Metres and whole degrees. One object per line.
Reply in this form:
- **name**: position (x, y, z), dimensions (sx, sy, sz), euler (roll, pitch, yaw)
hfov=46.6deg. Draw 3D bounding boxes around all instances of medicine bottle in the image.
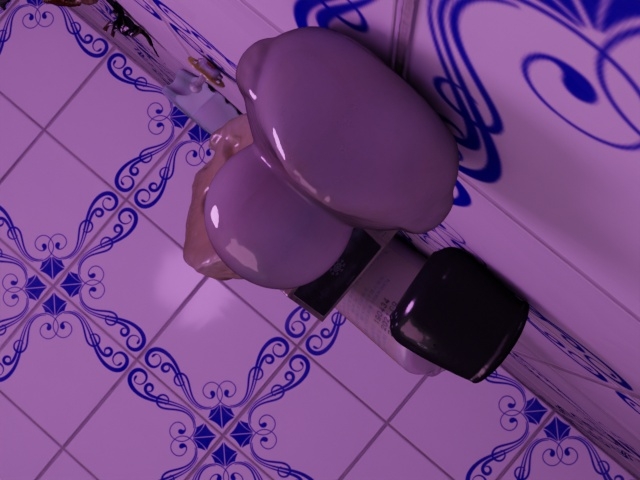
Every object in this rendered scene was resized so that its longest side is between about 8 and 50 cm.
- **medicine bottle**: position (0.141, 0.103, 1.607), dimensions (0.379, 0.213, 0.213), euler (40, 179, 38)

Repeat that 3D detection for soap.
- **soap**: position (-0.294, -0.336, 1.843), dimensions (0.145, 0.091, 0.230), euler (40, 180, -32)

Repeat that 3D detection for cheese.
- **cheese**: position (-0.144, -0.077, 1.384), dimensions (0.115, 0.326, 0.318), euler (23, -160, -39)

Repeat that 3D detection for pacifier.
- **pacifier**: position (-0.217, -0.300, 1.368), dimensions (0.083, 0.064, 0.068), euler (40, -164, -7)

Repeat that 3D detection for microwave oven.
- **microwave oven**: position (0.000, 0.000, 1.439), dimensions (0.194, 0.240, 0.145), euler (39, 179, 45)

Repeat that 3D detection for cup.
- **cup**: position (0.219, 0.103, 1.133), dimensions (0.176, 0.169, 0.223), euler (32, -148, 11)

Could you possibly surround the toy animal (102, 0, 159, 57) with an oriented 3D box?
- **toy animal**: position (-0.451, -0.499, 1.719), dimensions (0.108, 0.062, 0.220), euler (17, 165, 34)

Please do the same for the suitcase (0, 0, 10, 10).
- **suitcase**: position (-0.648, -0.575, 1.341), dimensions (0.128, 0.202, 0.312), euler (29, 175, 17)

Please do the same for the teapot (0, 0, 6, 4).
- **teapot**: position (-0.585, -0.504, 1.027), dimensions (0.344, 0.253, 0.300), euler (33, -168, 3)

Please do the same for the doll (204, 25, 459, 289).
- **doll**: position (-0.010, -0.052, 0.623), dimensions (0.221, 0.221, 0.251), euler (40, 179, -9)

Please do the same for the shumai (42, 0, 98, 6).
- **shumai**: position (-0.619, -0.613, 1.826), dimensions (0.123, 0.105, 0.139), euler (36, -152, -50)
